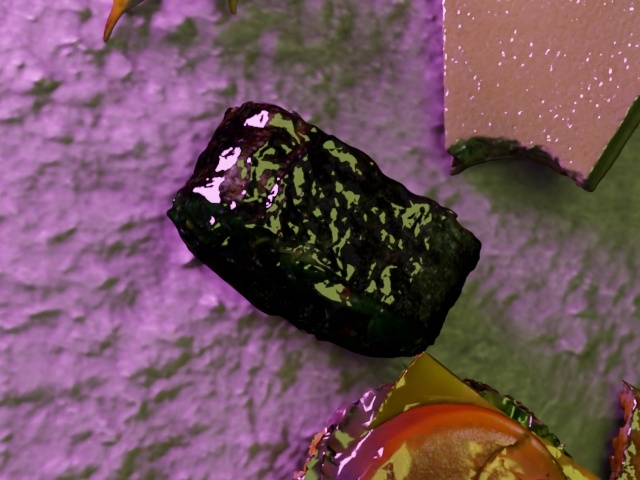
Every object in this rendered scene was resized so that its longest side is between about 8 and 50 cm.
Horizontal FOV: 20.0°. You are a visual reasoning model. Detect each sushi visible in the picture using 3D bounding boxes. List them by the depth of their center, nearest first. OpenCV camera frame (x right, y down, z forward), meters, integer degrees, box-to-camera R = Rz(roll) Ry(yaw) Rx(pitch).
[{"bbox_3d":[0.000,0.000,1.337,0.225,0.124,0.127,32,73,-18],"label":"sushi"}]

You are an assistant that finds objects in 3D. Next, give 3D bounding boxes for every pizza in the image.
[{"bbox_3d":[0.268,0.208,1.441,0.131,0.041,0.178,-44,97,-22],"label":"pizza"}]

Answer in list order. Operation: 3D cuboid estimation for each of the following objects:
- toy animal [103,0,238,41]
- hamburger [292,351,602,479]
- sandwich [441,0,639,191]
[{"bbox_3d":[-0.095,-0.201,1.356,0.095,0.219,0.155,18,113,-33],"label":"toy animal"},{"bbox_3d":[0.082,0.221,1.322,0.243,0.139,0.261,39,71,-9],"label":"hamburger"},{"bbox_3d":[0.215,-0.144,1.407,0.245,0.063,0.212,-4,83,19],"label":"sandwich"}]
